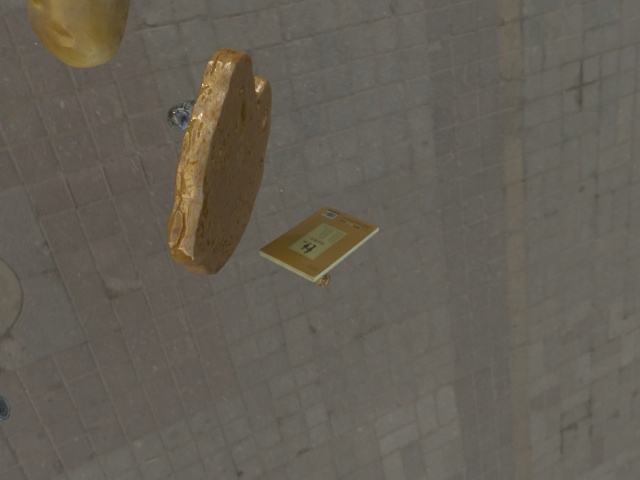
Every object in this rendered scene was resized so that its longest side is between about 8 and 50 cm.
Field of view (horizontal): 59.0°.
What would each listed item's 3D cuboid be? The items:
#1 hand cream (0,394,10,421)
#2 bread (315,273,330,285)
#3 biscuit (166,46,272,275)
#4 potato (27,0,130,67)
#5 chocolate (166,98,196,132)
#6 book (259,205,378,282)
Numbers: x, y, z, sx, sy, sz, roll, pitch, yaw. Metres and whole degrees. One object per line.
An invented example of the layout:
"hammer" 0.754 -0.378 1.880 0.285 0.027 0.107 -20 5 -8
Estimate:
"hand cream" -0.603 0.304 0.858 0.255 0.088 0.055 -24 78 -3
"bread" -0.034 0.089 1.740 0.052 0.157 0.044 -15 131 -49
"biscuit" -0.151 -0.121 0.895 0.057 0.312 0.352 14 110 6
"potato" -0.408 -0.409 0.948 0.150 0.146 0.234 18 111 14
"chocolate" -0.302 -0.282 1.282 0.072 0.167 0.072 0 107 1
"book" 0.000 0.000 0.928 0.172 0.118 0.012 -36 137 -38
